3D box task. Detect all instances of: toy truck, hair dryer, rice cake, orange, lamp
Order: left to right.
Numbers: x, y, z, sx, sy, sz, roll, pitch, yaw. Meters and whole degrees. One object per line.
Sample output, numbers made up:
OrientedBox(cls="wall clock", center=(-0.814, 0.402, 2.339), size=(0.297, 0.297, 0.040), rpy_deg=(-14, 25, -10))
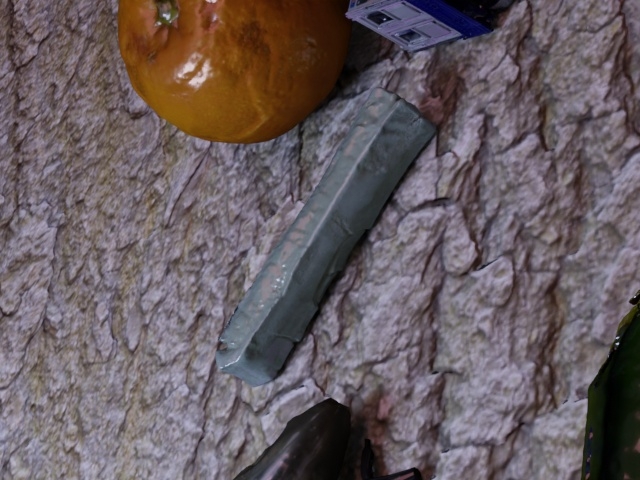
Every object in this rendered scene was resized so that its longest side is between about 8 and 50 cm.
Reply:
OrientedBox(cls="orange", center=(-0.094, -0.234, 1.713), size=(0.261, 0.261, 0.261), rpy_deg=(-28, 48, 36))
OrientedBox(cls="lamp", center=(-0.051, 0.256, 1.465), size=(0.250, 0.101, 0.101), rpy_deg=(-55, 37, 0))
OrientedBox(cls="rice cake", center=(0.000, 0.000, 1.598), size=(0.336, 0.066, 0.063), rpy_deg=(-58, 38, 6))
OrientedBox(cls="hair dryer", center=(0.055, 0.209, 1.437), size=(0.079, 0.031, 0.083), rpy_deg=(-29, 38, 21))
OrientedBox(cls="toy truck", center=(0.126, -0.345, 1.632), size=(0.155, 0.124, 0.268), rpy_deg=(-12, 60, 51))

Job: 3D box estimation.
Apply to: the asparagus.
OrientedBox(cls="asparagus", center=(0.256, 0.148, 1.178), size=(0.128, 0.108, 0.382), rpy_deg=(-18, 52, 43))
